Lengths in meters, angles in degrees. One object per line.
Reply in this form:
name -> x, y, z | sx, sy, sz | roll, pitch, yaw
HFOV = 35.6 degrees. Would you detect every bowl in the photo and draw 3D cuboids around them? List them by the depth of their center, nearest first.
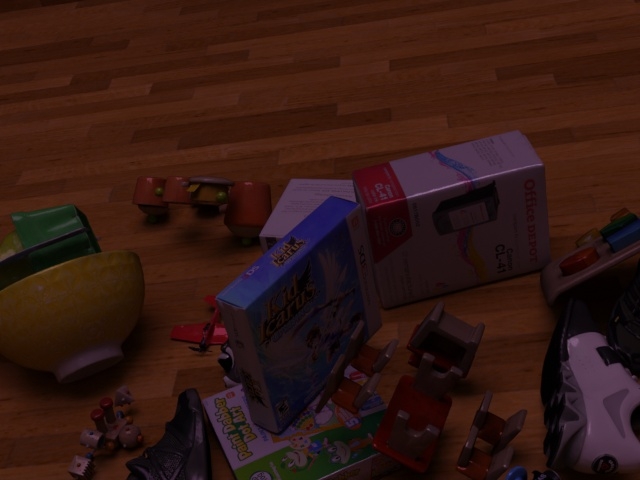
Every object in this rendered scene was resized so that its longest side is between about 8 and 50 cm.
bowl -> -0.411, 0.147, 1.675 | 0.290, 0.289, 0.156 | -22, 79, -14

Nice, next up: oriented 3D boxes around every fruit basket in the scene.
fruit basket -> -0.566, 0.069, 1.806 | 0.353, 0.165, 0.327 | -31, 0, -9

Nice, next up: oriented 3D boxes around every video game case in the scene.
video game case -> -0.021, 0.107, 1.471 | 0.061, 0.244, 0.269 | 17, 45, 36

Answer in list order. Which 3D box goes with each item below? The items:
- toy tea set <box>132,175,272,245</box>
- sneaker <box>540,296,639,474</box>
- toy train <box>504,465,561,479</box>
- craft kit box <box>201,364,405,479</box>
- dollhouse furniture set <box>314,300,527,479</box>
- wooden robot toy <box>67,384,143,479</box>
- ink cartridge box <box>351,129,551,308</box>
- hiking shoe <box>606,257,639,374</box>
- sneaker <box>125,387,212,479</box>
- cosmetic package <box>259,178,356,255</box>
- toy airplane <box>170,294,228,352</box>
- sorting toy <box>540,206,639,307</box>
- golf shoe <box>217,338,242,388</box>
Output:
toy tea set -> -0.238, -0.059, 1.981 | 0.200, 0.124, 0.336 | 4, 0, -39
sneaker -> 0.397, 0.212, 1.423 | 0.146, 0.122, 0.330 | 12, 37, 3
toy train -> 0.238, 0.364, 1.246 | 0.184, 0.105, 0.080 | -33, 31, -27
craft kit box -> -0.025, 0.283, 1.487 | 0.247, 0.061, 0.250 | -24, 36, -11
dollhouse furniture set -> 0.148, 0.222, 1.424 | 0.262, 0.135, 0.259 | 28, 41, 5
wooden robot toy -> -0.315, 0.298, 1.543 | 0.079, 0.076, 0.173 | 14, 42, 16
ink cartridge box -> 0.224, -0.035, 1.703 | 0.306, 0.226, 0.131 | -14, 35, -1
hiking shoe -> 0.487, 0.088, 1.478 | 0.086, 0.114, 0.226 | 18, 83, 11
sneaker -> -0.228, 0.311, 1.477 | 0.130, 0.087, 0.227 | -6, 40, -2
cosmetic package -> 0.000, 0.000, 1.786 | 0.152, 0.151, 0.183 | 2, 39, 19
toy airplane -> -0.185, 0.143, 1.750 | 0.151, 0.028, 0.151 | -7, 36, 5
sorting toy -> 0.450, 0.004, 1.620 | 0.229, 0.041, 0.307 | -34, 2, 12
golf shoe -> -0.129, 0.168, 1.656 | 0.094, 0.077, 0.198 | -13, 35, 1
